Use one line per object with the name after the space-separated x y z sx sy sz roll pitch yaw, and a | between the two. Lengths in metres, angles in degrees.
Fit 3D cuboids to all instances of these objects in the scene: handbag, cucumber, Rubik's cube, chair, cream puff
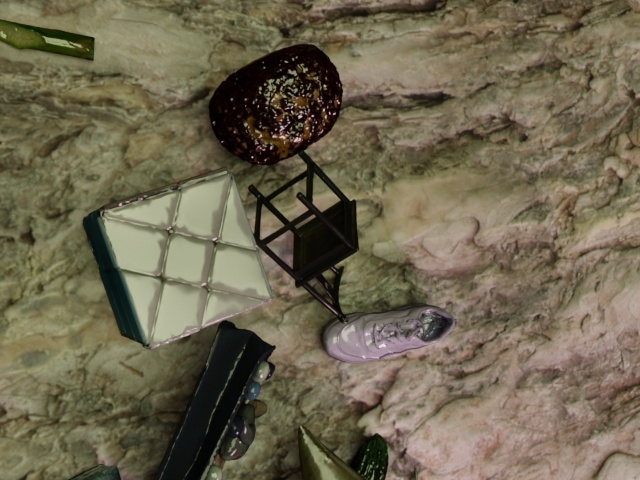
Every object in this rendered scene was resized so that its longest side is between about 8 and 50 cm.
-0.168 0.309 1.485 0.118 0.269 0.326 24 79 5 | handbag
0.061 0.479 1.641 0.077 0.077 0.265 34 77 -16 | cucumber
-0.238 0.027 1.470 0.221 0.224 0.231 -20 94 -20 | Rubik's cube
0.000 0.000 1.556 0.141 0.155 0.260 -32 121 23 | chair
-0.071 -0.227 1.544 0.239 0.239 0.165 -27 89 -20 | cream puff

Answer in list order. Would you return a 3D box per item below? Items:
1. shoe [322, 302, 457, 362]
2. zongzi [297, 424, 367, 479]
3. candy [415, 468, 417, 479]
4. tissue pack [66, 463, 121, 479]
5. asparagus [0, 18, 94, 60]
0.129 0.167 1.651 0.245 0.137 0.095 -10 86 -21 | shoe
0.004 0.523 1.486 0.360 0.160 0.323 45 71 -19 | zongzi
0.183 0.496 1.713 0.035 0.035 0.123 8 76 -24 | candy
-0.412 0.490 1.419 0.257 0.081 0.185 -21 96 -39 | tissue pack
-0.465 -0.336 1.503 0.178 0.041 0.045 8 76 -19 | asparagus
